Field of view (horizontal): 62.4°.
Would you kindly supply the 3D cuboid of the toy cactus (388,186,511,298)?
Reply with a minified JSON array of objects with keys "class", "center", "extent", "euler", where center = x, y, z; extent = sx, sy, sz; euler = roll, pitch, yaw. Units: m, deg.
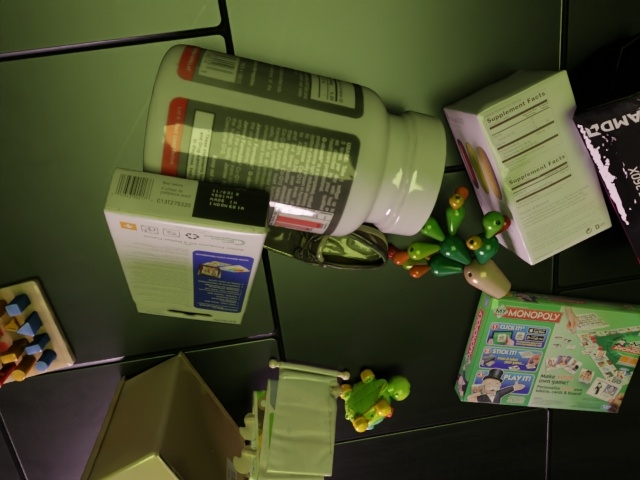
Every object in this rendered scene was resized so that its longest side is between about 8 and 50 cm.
[{"class":"toy cactus","center":[0.219,0.018,0.820],"extent":[0.181,0.112,0.219],"euler":[39,136,-13]}]

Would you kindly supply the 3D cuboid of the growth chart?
[{"class":"growth chart","center":[-0.047,0.311,0.882],"extent":[0.172,0.237,0.021],"euler":[16,146,-7]}]

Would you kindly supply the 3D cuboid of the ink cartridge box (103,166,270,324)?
[{"class":"ink cartridge box","center":[-0.180,0.033,0.740],"extent":[0.176,0.069,0.371],"euler":[8,152,-9]}]

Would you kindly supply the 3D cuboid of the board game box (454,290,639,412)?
[{"class":"board game box","center":[0.426,0.206,0.970],"extent":[0.318,0.046,0.213],"euler":[7,108,-9]}]

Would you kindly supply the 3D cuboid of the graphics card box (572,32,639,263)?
[{"class":"graphics card box","center":[0.501,-0.095,0.776],"extent":[0.094,0.232,0.370],"euler":[-14,120,45]}]

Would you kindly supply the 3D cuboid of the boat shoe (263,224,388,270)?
[{"class":"boat shoe","center":[0.000,0.001,0.828],"extent":[0.224,0.073,0.080],"euler":[10,107,-6]}]

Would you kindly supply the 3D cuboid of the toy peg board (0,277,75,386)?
[{"class":"toy peg board","center":[-0.505,0.164,0.831],"extent":[0.161,0.079,0.161],"euler":[-14,111,-1]}]

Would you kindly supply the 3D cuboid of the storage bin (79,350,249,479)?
[{"class":"storage bin","center":[-0.219,0.359,0.837],"extent":[0.123,0.262,0.260],"euler":[-29,110,2]}]

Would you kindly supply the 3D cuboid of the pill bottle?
[{"class":"pill bottle","center":[-0.033,-0.119,0.714],"extent":[0.363,0.210,0.210],"euler":[11,108,-10]}]

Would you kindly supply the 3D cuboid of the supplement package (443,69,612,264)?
[{"class":"supplement package","center":[0.306,-0.113,0.792],"extent":[0.134,0.139,0.244],"euler":[-27,109,1]}]

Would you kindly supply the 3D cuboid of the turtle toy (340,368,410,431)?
[{"class":"turtle toy","center":[0.100,0.283,0.943],"extent":[0.130,0.095,0.066],"euler":[-36,131,8]}]
